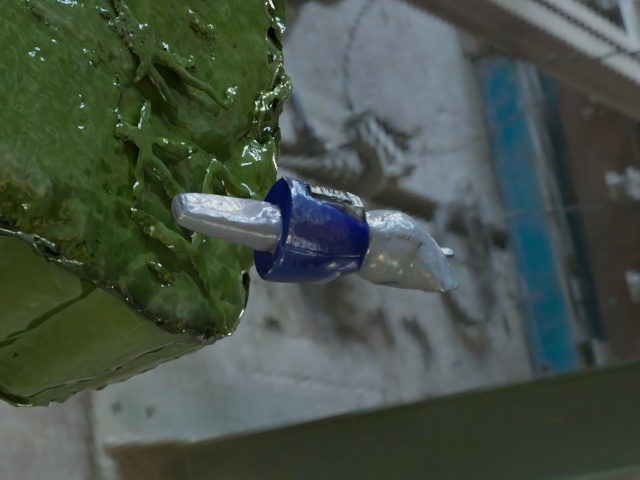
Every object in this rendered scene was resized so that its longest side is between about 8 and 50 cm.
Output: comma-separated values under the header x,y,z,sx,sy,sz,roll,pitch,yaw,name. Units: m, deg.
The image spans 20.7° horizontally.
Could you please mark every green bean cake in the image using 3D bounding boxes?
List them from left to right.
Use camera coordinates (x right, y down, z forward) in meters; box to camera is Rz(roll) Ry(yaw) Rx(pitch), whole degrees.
x,y,z,sx,sy,sz,roll,pitch,yaw,name
-0.117,-0.061,0.625,0.214,0.113,0.200,34,44,-28,green bean cake

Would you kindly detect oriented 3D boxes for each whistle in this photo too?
x,y,z,sx,sy,sz,roll,pitch,yaw,name
0.000,0.000,0.477,0.083,0.029,0.033,11,22,-21,whistle
